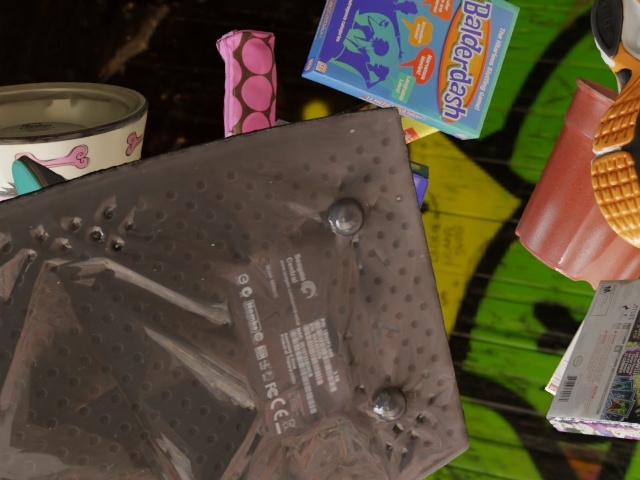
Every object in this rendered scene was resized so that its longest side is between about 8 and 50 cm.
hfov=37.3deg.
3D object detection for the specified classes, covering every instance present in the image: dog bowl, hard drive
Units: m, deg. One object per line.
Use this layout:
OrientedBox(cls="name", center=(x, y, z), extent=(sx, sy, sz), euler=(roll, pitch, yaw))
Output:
OrientedBox(cls="dog bowl", center=(-0.510, -0.170, 1.710), extent=(0.408, 0.408, 0.150), euler=(-50, -37, -62))
OrientedBox(cls="hard drive", center=(-0.072, 0.056, 0.364), extent=(0.054, 0.255, 0.172), euler=(20, 127, 64))

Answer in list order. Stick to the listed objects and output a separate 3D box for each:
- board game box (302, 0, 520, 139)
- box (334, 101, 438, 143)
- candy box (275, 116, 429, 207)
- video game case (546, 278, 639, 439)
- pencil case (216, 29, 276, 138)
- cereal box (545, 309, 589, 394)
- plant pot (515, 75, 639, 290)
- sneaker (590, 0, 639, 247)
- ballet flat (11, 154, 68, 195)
OrientedBox(cls="board game box", center=(0.103, -0.223, 1.061), extent=(0.047, 0.210, 0.160), euler=(-170, 98, -72))
OrientedBox(cls="box", center=(0.128, -0.201, 1.546), extent=(0.058, 0.232, 0.087), euler=(48, -147, -38))
OrientedBox(cls="candy box", center=(0.000, 0.000, 1.496), extent=(0.122, 0.268, 0.317), euler=(-58, -14, -74))
OrientedBox(cls="video game case", center=(0.425, 0.149, 1.224), extent=(0.042, 0.210, 0.232), euler=(47, -122, -29))
OrientedBox(cls="pencil case", center=(-0.109, -0.198, 1.360), extent=(0.098, 0.095, 0.209), euler=(2, -95, -44))
OrientedBox(cls="cereal box", center=(0.545, 0.192, 1.924), extent=(0.173, 0.047, 0.240), euler=(-25, -38, -62))
OrientedBox(cls="plant pot", center=(0.454, -0.076, 1.478), extent=(0.265, 0.272, 0.272), euler=(-63, -10, 19))
OrientedBox(cls="sneaker", center=(0.316, -0.111, 0.863), extent=(0.121, 0.099, 0.262), euler=(23, -114, -44))
OrientedBox(cls="ballet flat", center=(-0.272, -0.014, 1.048), extent=(0.074, 0.203, 0.074), euler=(-29, -21, -12))
